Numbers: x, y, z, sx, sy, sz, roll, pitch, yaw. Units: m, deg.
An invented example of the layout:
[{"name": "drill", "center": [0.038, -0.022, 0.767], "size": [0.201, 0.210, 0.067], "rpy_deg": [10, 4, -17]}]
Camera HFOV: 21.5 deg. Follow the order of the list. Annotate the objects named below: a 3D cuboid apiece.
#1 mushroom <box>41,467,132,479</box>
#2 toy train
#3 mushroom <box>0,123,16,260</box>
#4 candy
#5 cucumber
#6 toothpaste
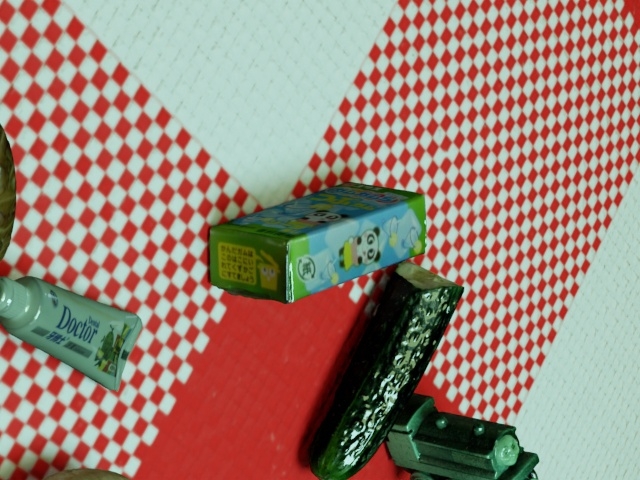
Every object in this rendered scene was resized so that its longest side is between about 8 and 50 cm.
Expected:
[{"name": "mushroom", "center": [-0.192, 0.265, 1.349], "size": [0.166, 0.127, 0.166], "rpy_deg": [-9, 104, -42]}, {"name": "toy train", "center": [0.143, 0.218, 1.692], "size": [0.071, 0.170, 0.111], "rpy_deg": [-41, 122, -34]}, {"name": "mushroom", "center": [-0.316, -0.020, 1.110], "size": [0.253, 0.153, 0.253], "rpy_deg": [-19, 121, -36]}, {"name": "candy", "center": [0.000, 0.000, 1.519], "size": [0.194, 0.097, 0.062], "rpy_deg": [-19, 112, -46]}, {"name": "cucumber", "center": [0.061, 0.130, 1.645], "size": [0.074, 0.074, 0.241], "rpy_deg": [43, 69, -46]}, {"name": "toothpaste", "center": [-0.195, 0.066, 1.309], "size": [0.255, 0.037, 0.067], "rpy_deg": [43, 62, -69]}]
